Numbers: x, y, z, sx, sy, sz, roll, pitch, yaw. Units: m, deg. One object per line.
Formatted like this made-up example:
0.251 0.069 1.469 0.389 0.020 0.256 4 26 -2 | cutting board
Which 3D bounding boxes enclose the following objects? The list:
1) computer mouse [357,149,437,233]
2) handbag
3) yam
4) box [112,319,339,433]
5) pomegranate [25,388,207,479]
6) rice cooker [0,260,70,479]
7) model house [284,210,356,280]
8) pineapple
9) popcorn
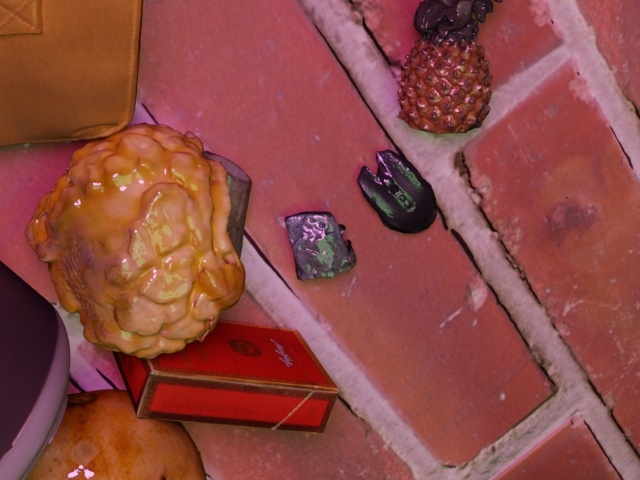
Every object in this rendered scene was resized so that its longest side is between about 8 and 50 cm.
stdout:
0.101 -0.054 1.349 0.079 0.047 0.135 -43 122 1 | computer mouse
-0.363 -0.186 0.960 0.401 0.133 0.283 -7 163 -17 | handbag
-0.119 -0.030 1.257 0.069 0.070 0.146 1 116 -23 | yam
-0.116 0.156 1.301 0.239 0.153 0.074 10 107 -27 | box
-0.259 0.297 1.269 0.260 0.260 0.260 -10 119 -18 | pomegranate
-0.434 0.106 0.966 0.335 0.335 0.325 -42 123 1 | rice cooker
0.000 0.000 1.334 0.078 0.066 0.083 -14 103 -4 | model house
0.141 -0.262 1.226 0.130 0.119 0.277 13 117 20 | pineapple
-0.195 0.004 1.160 0.190 0.250 0.250 -11 126 -58 | popcorn
